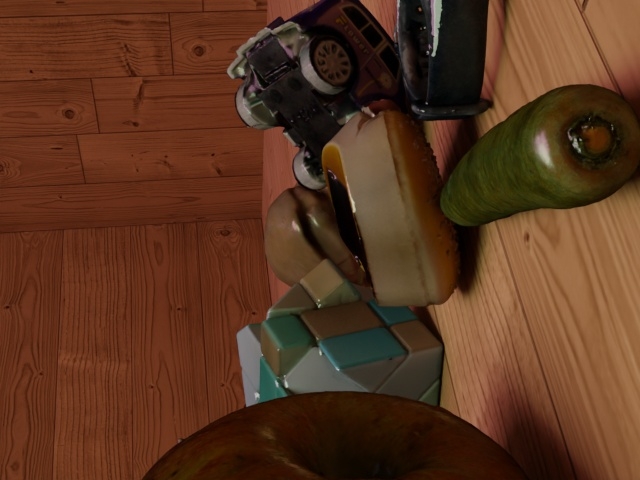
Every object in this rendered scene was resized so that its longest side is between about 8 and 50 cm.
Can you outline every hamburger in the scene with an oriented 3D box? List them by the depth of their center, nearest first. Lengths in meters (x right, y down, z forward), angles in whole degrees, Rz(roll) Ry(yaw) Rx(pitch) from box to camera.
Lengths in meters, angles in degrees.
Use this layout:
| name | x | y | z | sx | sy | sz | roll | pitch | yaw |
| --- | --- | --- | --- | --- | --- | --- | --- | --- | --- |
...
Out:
| name | x | y | z | sx | sy | sz | roll | pitch | yaw |
| --- | --- | --- | --- | --- | --- | --- | --- | --- | --- |
| hamburger | 0.075 | -0.032 | 0.946 | 0.173 | 0.116 | 0.210 | -114 | 5 | -47 |

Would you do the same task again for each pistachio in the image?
| name | x | y | z | sx | sy | sz | roll | pitch | yaw |
| --- | --- | --- | --- | --- | --- | --- | --- | --- | --- |
| pistachio | 0.000 | 0.000 | 1.450 | 0.181 | 0.162 | 0.293 | 57 | 165 | 13 |

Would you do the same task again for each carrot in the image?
| name | x | y | z | sx | sy | sz | roll | pitch | yaw |
| --- | --- | --- | --- | --- | --- | --- | --- | --- | --- |
| carrot | 0.140 | -0.049 | 0.712 | 0.358 | 0.074 | 0.074 | 142 | 125 | -85 |

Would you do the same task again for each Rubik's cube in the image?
| name | x | y | z | sx | sy | sz | roll | pitch | yaw |
| --- | --- | --- | --- | --- | --- | --- | --- | --- | --- |
| Rubik's cube | 0.021 | 0.168 | 1.161 | 0.213 | 0.224 | 0.265 | -133 | 39 | -54 |

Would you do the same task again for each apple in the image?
| name | x | y | z | sx | sy | sz | roll | pitch | yaw |
| --- | --- | --- | --- | --- | --- | --- | --- | --- | --- |
| apple | 0.010 | 0.304 | 0.733 | 0.384 | 0.374 | 0.374 | -53 | -38 | -75 |

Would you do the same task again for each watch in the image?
| name | x | y | z | sx | sy | sz | roll | pitch | yaw |
| --- | --- | --- | --- | --- | --- | --- | --- | --- | --- |
| watch | 0.109 | -0.200 | 0.883 | 0.193 | 0.068 | 0.206 | 91 | 175 | -55 |

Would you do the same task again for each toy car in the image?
| name | x | y | z | sx | sy | sz | roll | pitch | yaw |
| --- | --- | --- | --- | --- | --- | --- | --- | --- | --- |
| toy car | 0.024 | -0.171 | 1.142 | 0.235 | 0.158 | 0.172 | 51 | 148 | -12 |

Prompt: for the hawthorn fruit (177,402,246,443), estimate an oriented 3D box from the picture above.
| name | x | y | z | sx | sy | sz | roll | pitch | yaw |
| --- | --- | --- | --- | --- | --- | --- | --- | --- | --- |
| hawthorn fruit | -0.010 | 0.294 | 1.438 | 0.235 | 0.263 | 0.231 | 61 | -160 | -10 |
